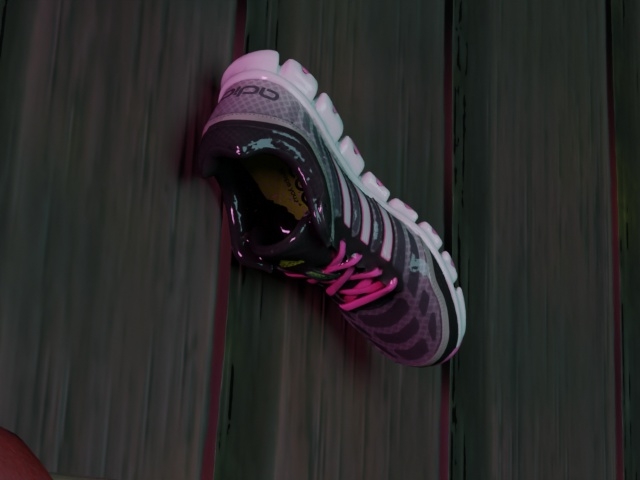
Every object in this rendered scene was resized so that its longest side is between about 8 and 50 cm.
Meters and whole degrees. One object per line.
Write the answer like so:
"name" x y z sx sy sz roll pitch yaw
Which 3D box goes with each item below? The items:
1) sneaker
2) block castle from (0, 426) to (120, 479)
"sneaker" 0.000 0.000 0.896 0.170 0.063 0.075 55 40 -16
"block castle" -0.146 0.269 0.408 0.213 0.303 0.453 18 63 -55
